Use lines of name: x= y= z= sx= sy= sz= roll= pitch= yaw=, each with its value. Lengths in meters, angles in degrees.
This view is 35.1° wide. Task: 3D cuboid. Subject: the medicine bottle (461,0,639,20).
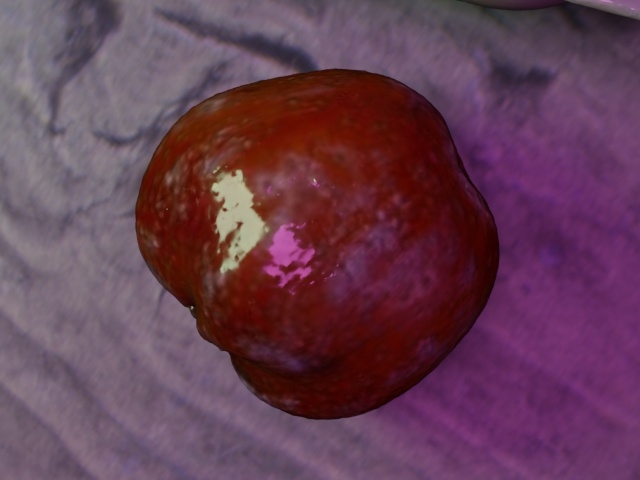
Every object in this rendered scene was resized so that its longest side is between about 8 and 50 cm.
medicine bottle: x=0.116 y=-0.312 z=0.801 sx=0.406 sy=0.236 sz=0.235 roll=18 pitch=93 yaw=10

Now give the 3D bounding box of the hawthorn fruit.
hawthorn fruit: x=0.000 y=0.000 z=0.824 sx=0.284 sy=0.284 sz=0.284 roll=0 pitch=90 yaw=10
